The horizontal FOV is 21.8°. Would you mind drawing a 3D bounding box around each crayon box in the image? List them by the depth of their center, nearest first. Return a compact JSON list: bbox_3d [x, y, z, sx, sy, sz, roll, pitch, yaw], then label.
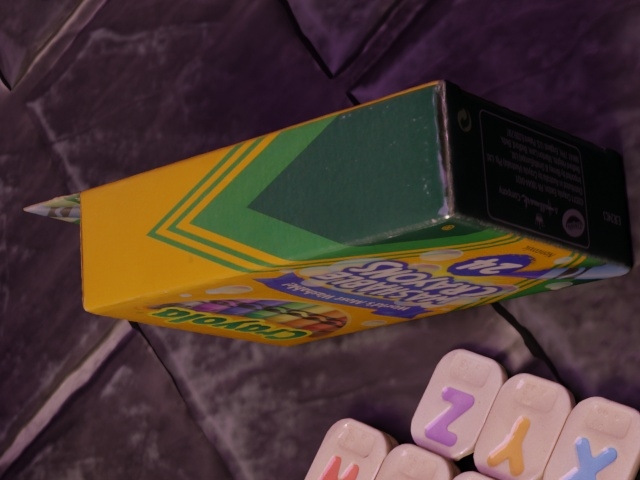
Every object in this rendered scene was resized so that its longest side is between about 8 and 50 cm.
[{"bbox_3d":[0.000,0.000,1.029,0.323,0.203,0.083,-14,73,36],"label":"crayon box"}]

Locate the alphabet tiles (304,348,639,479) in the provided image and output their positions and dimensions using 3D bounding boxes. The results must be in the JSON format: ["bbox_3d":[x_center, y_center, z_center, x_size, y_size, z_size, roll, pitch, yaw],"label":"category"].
[{"bbox_3d":[0.077,0.206,0.993,0.284,0.021,0.278,18,80,47],"label":"alphabet tiles"}]
